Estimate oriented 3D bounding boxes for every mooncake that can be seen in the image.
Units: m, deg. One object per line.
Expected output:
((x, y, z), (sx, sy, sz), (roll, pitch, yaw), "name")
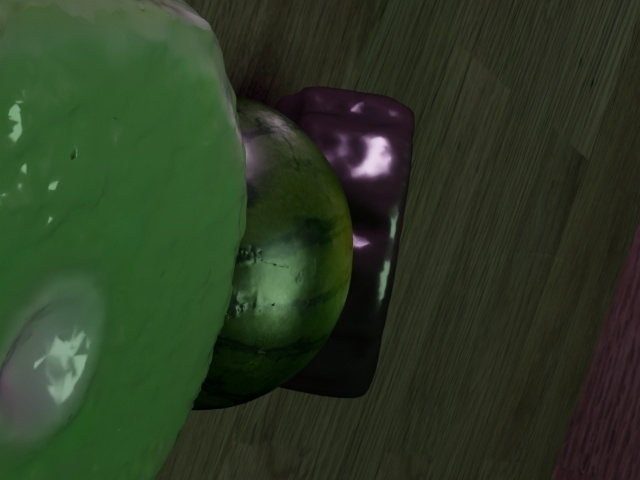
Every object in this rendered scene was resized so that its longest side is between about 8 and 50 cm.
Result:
((0.000, 0.000, 1.523), (0.283, 0.141, 0.283), (-173, -90, -88), "mooncake")

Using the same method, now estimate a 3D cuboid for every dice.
((-0.248, -0.004, 0.791), (0.318, 0.330, 0.322), (-5, 113, -61), "dice")

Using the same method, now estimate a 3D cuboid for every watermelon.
((-0.091, 0.008, 1.285), (0.242, 0.242, 0.242), (-49, 149, -43), "watermelon")
